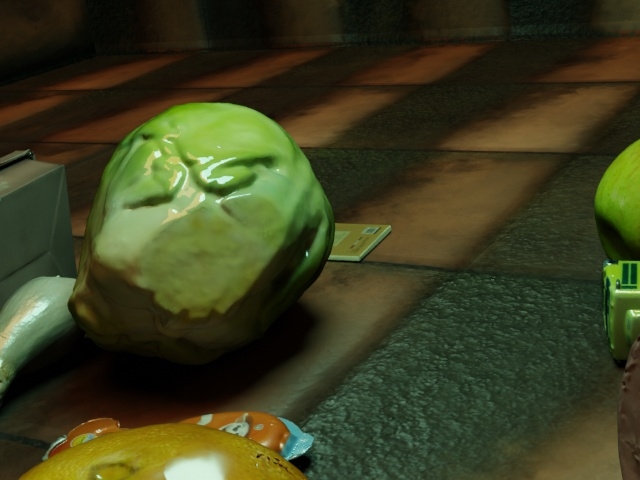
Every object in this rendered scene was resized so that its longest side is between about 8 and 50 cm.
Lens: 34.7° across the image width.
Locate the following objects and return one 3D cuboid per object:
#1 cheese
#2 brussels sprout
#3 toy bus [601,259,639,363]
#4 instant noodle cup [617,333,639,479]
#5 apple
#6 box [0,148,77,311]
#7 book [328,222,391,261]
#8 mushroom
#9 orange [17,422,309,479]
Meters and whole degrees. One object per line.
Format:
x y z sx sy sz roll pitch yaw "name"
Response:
-0.130 0.187 0.940 0.256 0.037 0.106 -1 20 16 "cheese"
-0.126 0.003 1.137 0.268 0.344 0.344 25 18 -9 "brussels sprout"
0.363 0.068 0.997 0.175 0.088 0.101 -1 23 17 "toy bus"
0.347 0.134 0.629 0.231 0.243 0.243 -8 19 -16 "instant noodle cup"
0.394 -0.031 1.107 0.195 0.196 0.196 -7 20 3 "apple"
-0.392 0.023 1.240 0.086 0.215 0.215 9 25 21 "box"
0.000 0.000 1.438 0.172 0.012 0.118 2 22 27 "book"
-0.330 0.118 1.138 0.116 0.093 0.225 -48 8 30 "mushroom"
-0.091 0.220 0.575 0.240 0.240 0.240 -7 20 3 "orange"
